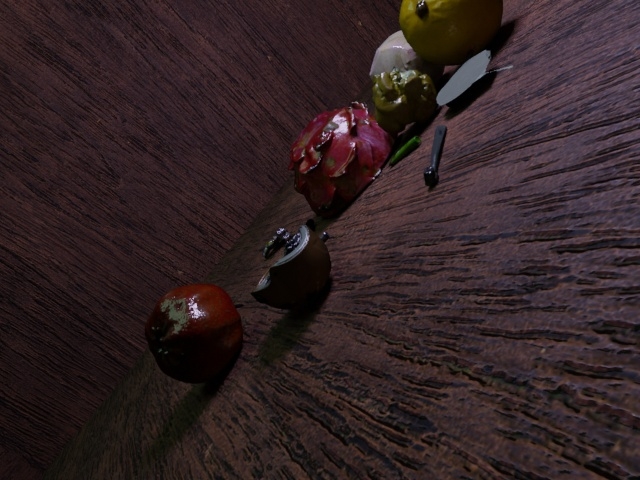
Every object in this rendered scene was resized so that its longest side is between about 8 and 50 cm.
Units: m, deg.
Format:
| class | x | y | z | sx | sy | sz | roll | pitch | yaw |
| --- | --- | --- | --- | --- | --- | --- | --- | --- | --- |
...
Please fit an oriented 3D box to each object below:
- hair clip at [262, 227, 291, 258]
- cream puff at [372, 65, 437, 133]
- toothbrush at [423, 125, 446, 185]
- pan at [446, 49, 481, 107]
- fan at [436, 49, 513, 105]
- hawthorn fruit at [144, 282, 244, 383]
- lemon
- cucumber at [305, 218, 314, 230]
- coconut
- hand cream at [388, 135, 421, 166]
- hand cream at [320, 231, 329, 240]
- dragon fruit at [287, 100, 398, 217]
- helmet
| class | x | y | z | sx | sy | sz | roll | pitch | yaw |
| --- | --- | --- | --- | --- | --- | --- | --- | --- | --- |
| hair clip | -0.160 | 0.003 | 2.071 | 0.116 | 0.049 | 0.172 | -40 | -2 | -28 |
| cream puff | 0.244 | -0.397 | 1.577 | 0.194 | 0.195 | 0.221 | -41 | 4 | 31 |
| toothbrush | 0.258 | -0.199 | 1.245 | 0.030 | 0.031 | 0.297 | -13 | 27 | 24 |
| pan | 0.383 | -0.426 | 1.461 | 0.115 | 0.040 | 0.212 | -34 | 26 | 52 |
| fan | 0.376 | -0.395 | 1.332 | 0.182 | 0.010 | 0.310 | -51 | 17 | 1 |
| hawthorn fruit | -0.302 | 0.228 | 1.473 | 0.300 | 0.254 | 0.254 | -23 | -10 | -45 |
| lemon | 0.371 | -0.639 | 1.574 | 0.297 | 0.297 | 0.297 | -46 | 12 | 13 |
| cucumber | -0.040 | -0.034 | 1.772 | 0.032 | 0.032 | 0.133 | -43 | 14 | 26 |
| coconut | 0.277 | -0.548 | 1.786 | 0.230 | 0.227 | 0.227 | -56 | 14 | -29 |
| hand cream | 0.224 | -0.239 | 1.497 | 0.122 | 0.023 | 0.036 | -40 | 18 | 50 |
| hand cream | 0.000 | 0.000 | 1.580 | 0.030 | 0.019 | 0.093 | -59 | 9 | -32 |
| dragon fruit | 0.050 | -0.272 | 1.734 | 0.386 | 0.249 | 0.371 | -49 | 17 | 12 |
| helmet | -0.054 | 0.078 | 1.253 | 0.198 | 0.130 | 0.224 | -53 | 2 | -36 |
